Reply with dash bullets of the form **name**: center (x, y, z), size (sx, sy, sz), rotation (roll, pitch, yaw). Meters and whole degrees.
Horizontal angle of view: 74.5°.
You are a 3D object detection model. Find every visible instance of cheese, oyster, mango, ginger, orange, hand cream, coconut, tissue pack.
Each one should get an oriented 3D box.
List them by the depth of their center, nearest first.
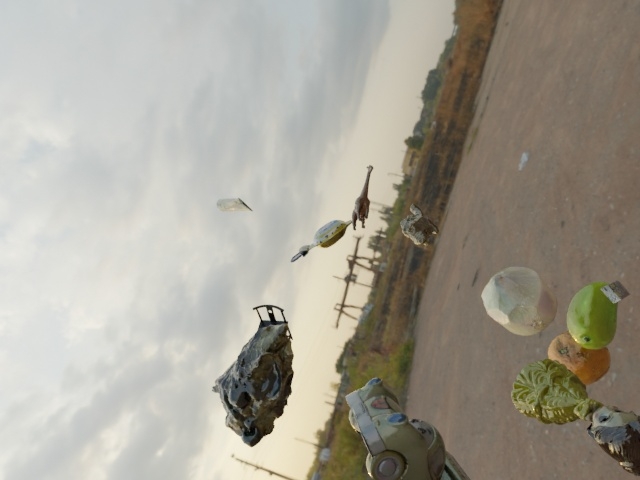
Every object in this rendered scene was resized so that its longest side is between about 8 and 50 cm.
- **oyster**: center (-0.165, 0.402, 1.172), size (0.361, 0.221, 0.096), rotation (-52, -5, 14)
- **hand cream**: center (-0.262, -0.104, 1.263), size (0.061, 0.143, 0.039), rotation (47, -118, -34)
- **coconut**: center (0.646, 0.194, 1.393), size (0.224, 0.234, 0.224), rotation (-32, 40, 32)
- **tissue pack**: center (0.991, 0.171, 1.414), size (0.083, 0.063, 0.035), rotation (-13, -32, -34)
- **cheese**: center (0.000, 0.000, 1.435), size (0.250, 0.064, 0.156), rotation (-35, 9, 9)
- **mango**: center (1.050, 0.284, 1.632), size (0.149, 0.185, 0.273), rotation (-18, 54, 67)
- **ginger**: center (0.431, -0.057, 1.827), size (0.080, 0.166, 0.333), rotation (-57, -7, 26)
- **orange**: center (1.180, 0.534, 1.920), size (0.246, 0.246, 0.246), rotation (17, -90, -80)

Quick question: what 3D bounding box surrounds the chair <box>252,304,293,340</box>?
- **chair**: center (-0.229, 0.438, 1.994), size (0.141, 0.154, 0.260), rotation (-77, -18, -45)

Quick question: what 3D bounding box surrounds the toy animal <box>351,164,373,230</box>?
- **toy animal**: center (0.186, -0.180, 1.796), size (0.224, 0.066, 0.230), rotation (107, 173, -55)

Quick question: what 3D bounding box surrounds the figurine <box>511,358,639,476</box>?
- **figurine**: center (0.646, 0.414, 1.024), size (0.315, 0.187, 0.168), rotation (-176, 96, -81)

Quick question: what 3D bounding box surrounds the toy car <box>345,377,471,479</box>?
- **toy car**: center (0.225, 0.530, 1.066), size (0.242, 0.226, 0.336), rotation (-139, 25, -78)
